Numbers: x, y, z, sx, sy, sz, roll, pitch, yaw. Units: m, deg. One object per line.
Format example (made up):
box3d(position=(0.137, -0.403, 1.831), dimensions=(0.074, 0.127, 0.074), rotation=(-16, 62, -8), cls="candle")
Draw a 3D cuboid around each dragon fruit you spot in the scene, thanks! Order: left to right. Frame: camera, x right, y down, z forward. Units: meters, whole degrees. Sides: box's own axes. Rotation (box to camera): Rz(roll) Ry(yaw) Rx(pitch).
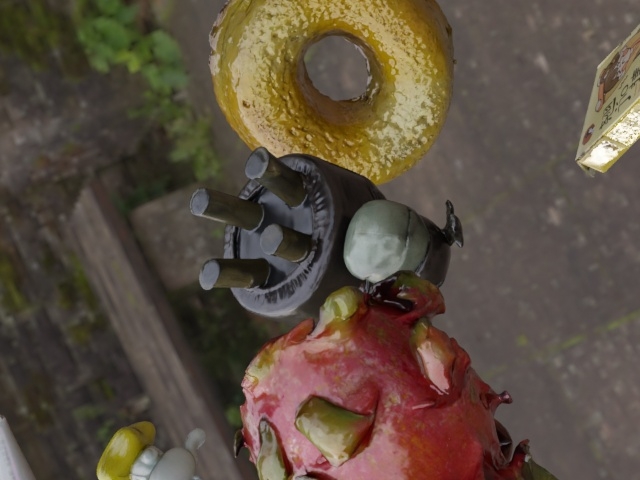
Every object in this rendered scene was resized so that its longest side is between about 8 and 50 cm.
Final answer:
box3d(position=(0.046, 0.107, 0.804), dimensions=(0.208, 0.133, 0.150), rotation=(42, -164, -19), cls="dragon fruit")

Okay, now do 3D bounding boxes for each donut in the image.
box3d(position=(0.021, -0.178, 1.683), dimensions=(0.108, 0.278, 0.277), rotation=(-113, 4, -74), cls="donut")

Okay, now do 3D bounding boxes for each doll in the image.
box3d(position=(-0.176, 0.239, 1.711), dimensions=(0.113, 0.135, 0.071), rotation=(36, 136, 35), cls="doll")

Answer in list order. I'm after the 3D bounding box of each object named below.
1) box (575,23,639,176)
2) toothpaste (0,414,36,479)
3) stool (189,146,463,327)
box3d(position=(0.178, -0.097, 0.809), dimensions=(0.020, 0.073, 0.149), rotation=(25, 144, -10), cls="box")
box3d(position=(-0.153, 0.194, 0.834), dimensions=(0.100, 0.066, 0.323), rotation=(15, 133, 38), cls="toothpaste")
box3d(position=(0.000, 0.000, 1.141), dimensions=(0.217, 0.121, 0.125), rotation=(7, 80, 42), cls="stool")
